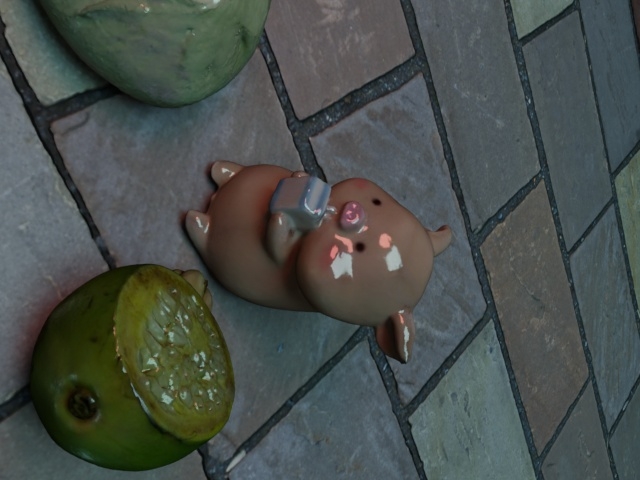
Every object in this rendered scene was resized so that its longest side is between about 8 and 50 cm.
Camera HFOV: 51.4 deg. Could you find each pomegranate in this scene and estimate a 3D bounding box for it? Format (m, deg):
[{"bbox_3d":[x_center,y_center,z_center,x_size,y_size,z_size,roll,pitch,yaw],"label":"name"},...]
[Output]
[{"bbox_3d":[-0.196,0.110,0.667,0.190,0.159,0.241,46,31,-45],"label":"pomegranate"}]

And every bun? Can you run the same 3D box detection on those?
[{"bbox_3d":[-0.145,-0.290,0.683,0.283,0.179,0.283,4,85,-46],"label":"bun"}]

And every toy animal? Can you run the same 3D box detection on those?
[{"bbox_3d":[0.003,0.000,0.803,0.195,0.256,0.213,-62,140,-26],"label":"toy animal"}]
